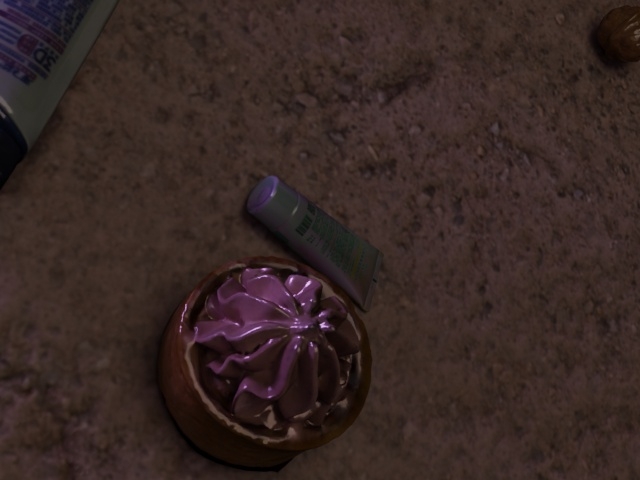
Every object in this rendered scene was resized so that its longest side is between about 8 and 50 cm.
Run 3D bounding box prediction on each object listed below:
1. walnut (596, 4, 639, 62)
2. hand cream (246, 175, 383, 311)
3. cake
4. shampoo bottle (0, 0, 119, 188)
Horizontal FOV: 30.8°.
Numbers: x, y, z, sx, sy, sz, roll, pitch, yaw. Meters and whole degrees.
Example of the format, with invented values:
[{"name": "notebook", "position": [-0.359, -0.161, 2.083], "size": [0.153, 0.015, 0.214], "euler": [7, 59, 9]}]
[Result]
[{"name": "walnut", "position": [0.428, -0.287, 1.609], "size": [0.096, 0.082, 0.079], "euler": [-21, 57, -38]}, {"name": "hand cream", "position": [0.000, 0.000, 1.208], "size": [0.174, 0.047, 0.076], "euler": [37, 53, -29]}, {"name": "cake", "position": [-0.031, 0.103, 1.055], "size": [0.208, 0.178, 0.185], "euler": [27, 57, -28]}, {"name": "shampoo bottle", "position": [-0.271, -0.213, 1.072], "size": [0.134, 0.078, 0.359], "euler": [33, 56, -17]}]
